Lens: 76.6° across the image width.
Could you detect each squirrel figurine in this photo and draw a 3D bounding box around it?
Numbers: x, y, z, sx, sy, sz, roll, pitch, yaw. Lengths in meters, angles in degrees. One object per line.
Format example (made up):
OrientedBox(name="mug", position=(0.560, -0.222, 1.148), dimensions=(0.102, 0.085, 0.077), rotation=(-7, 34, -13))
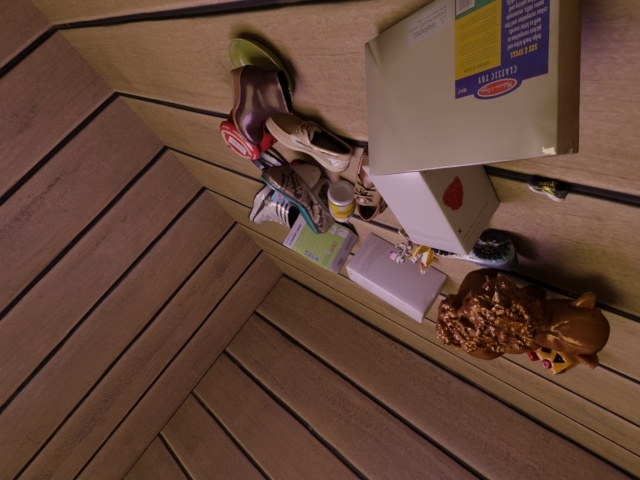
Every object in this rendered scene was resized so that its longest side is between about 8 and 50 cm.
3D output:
OrientedBox(name="squirrel figurine", position=(0.537, 0.225, 1.094), dimensions=(0.396, 0.281, 0.370), rotation=(5, 179, -38))

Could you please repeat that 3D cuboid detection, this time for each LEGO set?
OrientedBox(name="LEGO set", position=(0.337, 0.027, 1.443), dimensions=(0.107, 0.132, 0.287), rotation=(48, -165, 31))

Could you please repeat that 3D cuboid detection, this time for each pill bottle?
OrientedBox(name="pill bottle", position=(0.081, -0.140, 1.525), dimensions=(0.103, 0.103, 0.184), rotation=(33, 164, 16))

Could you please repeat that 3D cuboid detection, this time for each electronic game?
OrientedBox(name="electronic game", position=(-0.219, -0.332, 1.748), dimensions=(0.229, 0.048, 0.229), rotation=(30, 169, 6))

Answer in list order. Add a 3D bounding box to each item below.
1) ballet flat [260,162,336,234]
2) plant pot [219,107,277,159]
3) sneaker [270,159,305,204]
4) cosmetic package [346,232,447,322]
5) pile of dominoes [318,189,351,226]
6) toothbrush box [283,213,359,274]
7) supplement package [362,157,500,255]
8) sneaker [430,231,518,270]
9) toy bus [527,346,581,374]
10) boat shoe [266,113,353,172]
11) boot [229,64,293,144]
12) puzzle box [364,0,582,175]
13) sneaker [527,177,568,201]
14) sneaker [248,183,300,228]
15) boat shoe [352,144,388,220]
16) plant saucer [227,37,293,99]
OrientedBox(name="ballet flat", position=(-0.048, -0.185, 1.541), dimensions=(0.164, 0.182, 0.483), rotation=(49, -178, 32))
OrientedBox(name="plant pot", position=(-0.235, -0.389, 1.397), dimensions=(0.191, 0.174, 0.191), rotation=(33, 162, 12))
OrientedBox(name="sneaker", position=(-0.104, -0.232, 1.660), dimensions=(0.125, 0.104, 0.262), rotation=(26, 148, -18))
OrientedBox(name="cosmetic package", position=(0.311, 0.153, 1.685), dimensions=(0.365, 0.197, 0.155), rotation=(33, 164, 22))
OrientedBox(name="pile of dominoes", position=(0.004, -0.146, 1.802), dimensions=(0.196, 0.040, 0.251), rotation=(17, 154, 52))
OrientedBox(name="toothbrush box", position=(0.000, 0.000, 1.882), dimensions=(0.283, 0.206, 0.122), rotation=(27, 177, 31))
OrientedBox(name="supplement package", position=(0.273, -0.131, 0.979), dimensions=(0.175, 0.178, 0.293), rotation=(18, 155, 52))
OrientedBox(name="sneaker", position=(0.448, 0.035, 1.208), dimensions=(0.122, 0.110, 0.283), rotation=(38, 170, -34))
OrientedBox(name="toy bus", position=(0.775, 0.347, 1.363), dimensions=(0.202, 0.191, 0.104), rotation=(38, 121, -2))
OrientedBox(name="boat shoe", position=(-0.033, -0.326, 1.259), dimensions=(0.302, 0.109, 0.098), rotation=(34, 155, 5))
OrientedBox(name="boot", position=(-0.167, -0.382, 1.190), dimensions=(0.206, 0.090, 0.249), rotation=(21, 138, 34))
OrientedBox(name="puzzle box", position=(0.214, -0.255, 0.675), dimensions=(0.409, 0.052, 0.272), rotation=(10, 104, 61))
OrientedBox(name="sneaker", position=(0.481, -0.114, 0.853), dimensions=(0.083, 0.031, 0.035), rotation=(29, 149, 17))
OrientedBox(name="sneaker", position=(-0.235, -0.123, 2.160), dimensions=(0.257, 0.169, 0.447), rotation=(40, 162, 0))
OrientedBox(name="boat shoe", position=(0.163, -0.159, 1.256), dimensions=(0.122, 0.120, 0.324), rotation=(31, 163, 22))
OrientedBox(name="plant saucer", position=(-0.168, -0.494, 1.193), dimensions=(0.241, 0.037, 0.241), rotation=(35, 164, 12))
